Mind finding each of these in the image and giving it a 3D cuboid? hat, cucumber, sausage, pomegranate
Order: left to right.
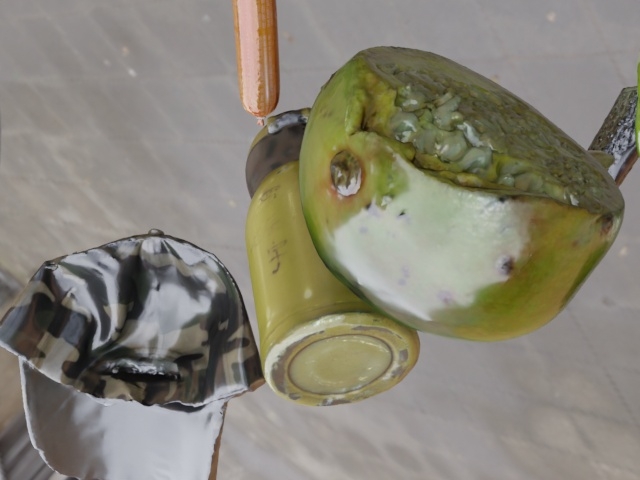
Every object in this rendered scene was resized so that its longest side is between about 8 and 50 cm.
[{"bbox_3d":[-0.242,0.184,1.617,0.366,0.257,0.382,16,148,8],"label":"hat"},{"bbox_3d":[-0.079,-0.293,1.384,0.053,0.053,0.348,23,131,34],"label":"sausage"},{"bbox_3d":[0.135,-0.026,1.099,0.358,0.216,0.310,8,-152,-45],"label":"pomegranate"},{"bbox_3d":[0.428,-0.127,1.704,0.074,0.074,0.241,33,115,15],"label":"cucumber"}]

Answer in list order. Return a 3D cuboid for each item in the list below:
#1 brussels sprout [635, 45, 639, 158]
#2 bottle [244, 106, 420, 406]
[{"bbox_3d":[0.264,-0.083,0.484,0.227,0.259,0.294,-111,28,-55],"label":"brussels sprout"},{"bbox_3d":[0.000,0.000,1.333,0.171,0.351,0.171,-6,141,-5],"label":"bottle"}]
